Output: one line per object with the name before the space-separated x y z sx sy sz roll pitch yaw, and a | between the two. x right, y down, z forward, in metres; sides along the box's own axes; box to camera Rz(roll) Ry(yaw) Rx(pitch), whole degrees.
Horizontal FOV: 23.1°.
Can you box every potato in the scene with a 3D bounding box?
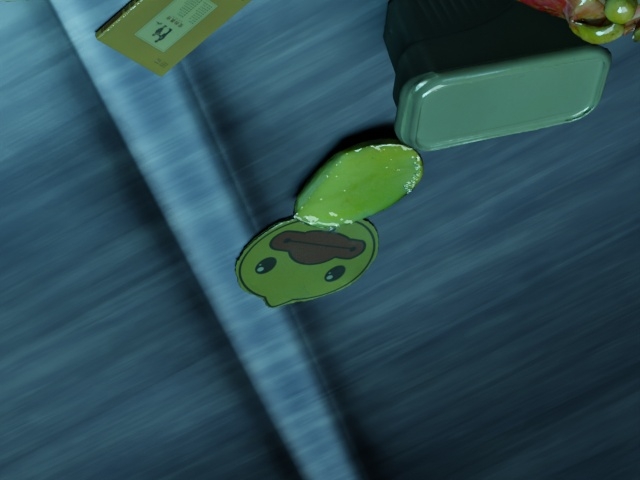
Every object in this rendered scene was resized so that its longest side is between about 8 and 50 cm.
potato | 0.050 -0.087 2.178 0.198 0.054 0.119 -37 126 23

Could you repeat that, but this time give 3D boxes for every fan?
fan | 0.000 0.001 2.307 0.230 0.011 0.335 6 137 -33

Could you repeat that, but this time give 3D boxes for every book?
book | -0.168 -0.270 1.857 0.172 0.012 0.118 -37 142 20

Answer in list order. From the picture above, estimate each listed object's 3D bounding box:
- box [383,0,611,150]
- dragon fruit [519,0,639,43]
box | 0.203 -0.230 1.959 0.274 0.178 0.138 -11 143 -14
dragon fruit | 0.290 -0.341 1.687 0.269 0.291 0.250 -22 147 1
